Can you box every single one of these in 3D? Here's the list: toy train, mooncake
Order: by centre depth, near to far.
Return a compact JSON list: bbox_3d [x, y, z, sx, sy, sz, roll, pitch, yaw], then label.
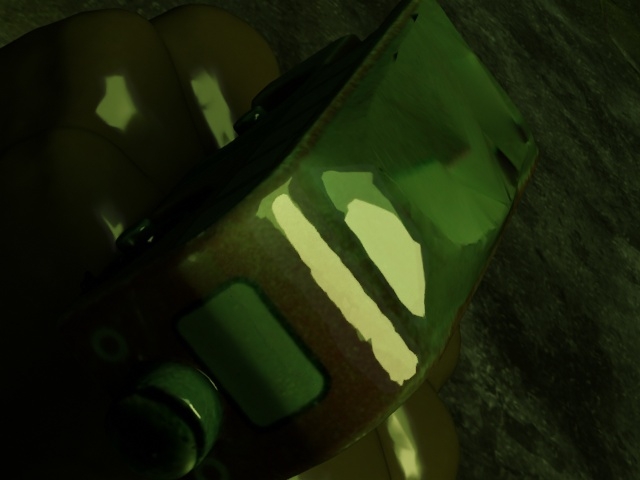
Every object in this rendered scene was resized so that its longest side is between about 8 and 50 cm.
[{"bbox_3d":[0.000,0.000,0.861,0.129,0.159,0.326,52,30,-10],"label":"toy train"},{"bbox_3d":[-0.078,0.047,1.047,0.378,0.201,0.378,38,31,-29],"label":"mooncake"}]
